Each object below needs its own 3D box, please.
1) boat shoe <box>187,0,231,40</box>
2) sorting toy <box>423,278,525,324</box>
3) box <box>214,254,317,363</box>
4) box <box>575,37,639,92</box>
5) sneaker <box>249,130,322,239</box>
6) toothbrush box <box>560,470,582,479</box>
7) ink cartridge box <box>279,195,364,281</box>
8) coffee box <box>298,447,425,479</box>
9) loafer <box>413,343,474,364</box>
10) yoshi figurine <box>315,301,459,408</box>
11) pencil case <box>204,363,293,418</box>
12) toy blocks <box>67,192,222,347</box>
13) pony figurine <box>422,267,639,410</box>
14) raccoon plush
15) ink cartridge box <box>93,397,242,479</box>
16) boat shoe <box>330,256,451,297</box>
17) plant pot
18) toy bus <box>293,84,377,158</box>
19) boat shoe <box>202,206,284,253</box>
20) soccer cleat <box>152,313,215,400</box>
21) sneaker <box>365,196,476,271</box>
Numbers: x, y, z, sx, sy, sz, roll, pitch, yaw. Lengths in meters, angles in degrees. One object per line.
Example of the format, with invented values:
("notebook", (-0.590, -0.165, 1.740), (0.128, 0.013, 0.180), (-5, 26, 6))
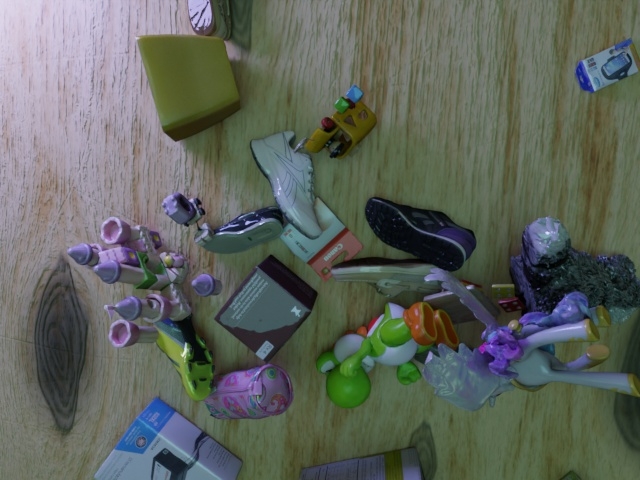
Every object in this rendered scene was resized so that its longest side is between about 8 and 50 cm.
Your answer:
("boat shoe", (-0.275, -0.632, 1.303), (0.104, 0.089, 0.286), (-1, 95, 31))
("sorting toy", (0.345, 0.140, 1.278), (0.274, 0.046, 0.132), (-21, 134, 38))
("box", (-0.125, 0.159, 1.319), (0.167, 0.203, 0.168), (40, 97, -1))
("box", (0.679, -0.410, 1.269), (0.136, 0.028, 0.081), (-25, 95, 6))
("sneaker", (-0.063, -0.142, 1.305), (0.129, 0.111, 0.297), (-27, 80, -1))
("toothbrush box", (0.627, 0.776, 1.372), (0.283, 0.122, 0.206), (-44, 91, 10))
("ink cartridge box", (0.000, 0.000, 1.369), (0.145, 0.045, 0.179), (-42, 89, 9))
("coffee box", (0.124, 0.765, 1.303), (0.334, 0.338, 0.338), (-14, 95, 7))
("loafer", (0.344, 0.317, 1.365), (0.251, 0.094, 0.087), (31, 123, 10))
("yoshi figurine", (0.142, 0.294, 1.286), (0.362, 0.203, 0.204), (-31, 94, 31))
("pencil case", (-0.186, 0.376, 1.319), (0.284, 0.124, 0.124), (-23, 96, 49))
("toy blocks", (-0.425, 0.058, 1.252), (0.308, 0.260, 0.289), (-34, 69, 13))
("pony figurine", (0.383, 0.221, 1.075), (0.363, 0.303, 0.351), (-25, 122, 39))
("raccoon plush", (0.600, 0.081, 1.163), (0.299, 0.446, 0.216), (-13, 69, 7))
("ink cartridge box", (-0.400, 0.614, 1.434), (0.307, 0.129, 0.223), (37, 98, 0))
("boat shoe", (0.176, 0.098, 1.336), (0.302, 0.109, 0.098), (0, 99, -2))
("plant pot", (-0.299, -0.373, 1.277), (0.187, 0.212, 0.212), (-16, 96, -6))
("toy bus", (0.049, -0.245, 1.260), (0.104, 0.191, 0.202), (42, 98, -1))
("boat shoe", (-0.201, -0.026, 1.376), (0.233, 0.079, 0.084), (-17, 138, 16))
("soccer cleat", (-0.359, 0.281, 1.379), (0.121, 0.093, 0.289), (-39, 67, 28))
("sneaker", (0.246, -0.032, 1.328), (0.283, 0.124, 0.107), (32, 135, 20))
